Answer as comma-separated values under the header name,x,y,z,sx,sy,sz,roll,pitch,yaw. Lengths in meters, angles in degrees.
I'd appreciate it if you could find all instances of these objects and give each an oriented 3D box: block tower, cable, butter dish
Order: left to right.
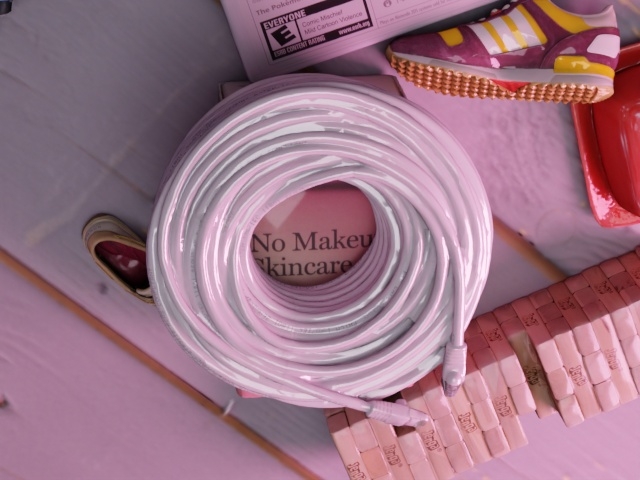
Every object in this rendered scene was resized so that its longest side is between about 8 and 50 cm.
name,x,y,z,sx,sy,sz,roll,pitch,yaw
cable,0.000,0.000,1.328,0.257,0.089,0.257,10,110,-10
block tower,0.171,0.114,1.537,0.335,0.091,0.097,-22,115,1
butter dish,0.299,-0.079,1.458,0.160,0.118,0.160,-16,115,-1

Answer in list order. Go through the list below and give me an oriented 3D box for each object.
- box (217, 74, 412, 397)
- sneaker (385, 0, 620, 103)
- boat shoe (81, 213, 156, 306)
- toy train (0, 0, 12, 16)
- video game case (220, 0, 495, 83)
name,x,y,z,sx,sy,sz,roll,pitch,yaw
box,-0.003,-0.005,1.443,0.149,0.127,0.232,-3,114,-6
sneaker,0.147,-0.160,1.438,0.185,0.069,0.084,7,79,2
boat shoe,-0.141,0.032,1.484,0.135,0.045,0.050,33,105,-19
toy train,-0.260,-0.258,1.331,0.105,0.080,0.184,9,114,-2
video game case,0.058,-0.292,1.340,0.329,0.036,0.300,-19,130,1
